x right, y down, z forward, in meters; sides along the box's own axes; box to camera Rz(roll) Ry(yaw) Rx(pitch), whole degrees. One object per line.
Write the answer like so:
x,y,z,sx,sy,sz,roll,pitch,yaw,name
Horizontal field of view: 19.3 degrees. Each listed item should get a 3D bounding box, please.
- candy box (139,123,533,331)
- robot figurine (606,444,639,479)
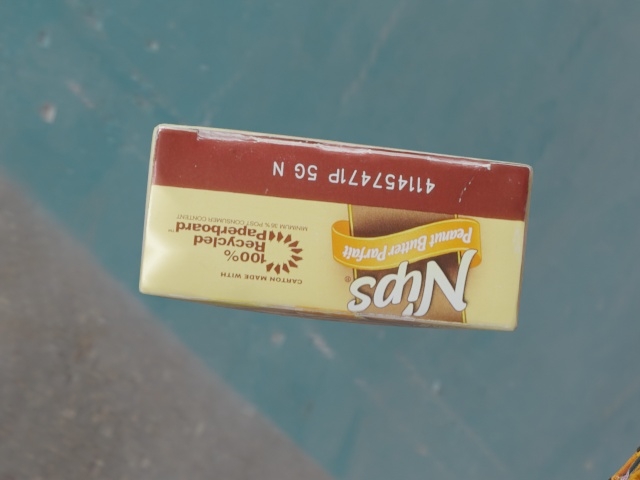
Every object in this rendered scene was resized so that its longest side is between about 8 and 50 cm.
0.000,0.000,1.033,0.316,0.182,0.088,153,-56,-87,candy box
0.262,0.232,1.393,0.085,0.291,0.211,37,107,-9,robot figurine
